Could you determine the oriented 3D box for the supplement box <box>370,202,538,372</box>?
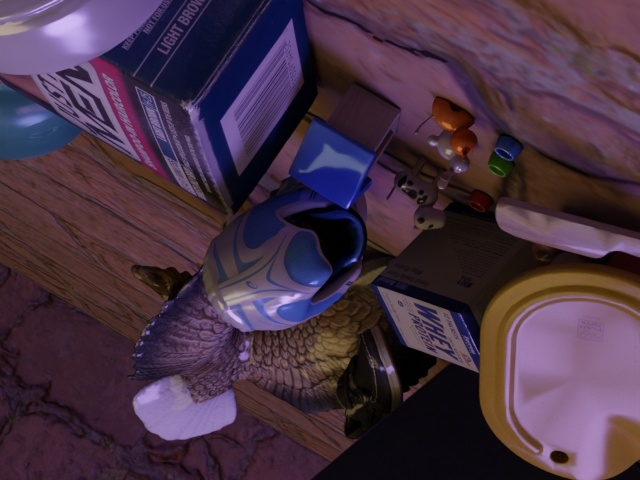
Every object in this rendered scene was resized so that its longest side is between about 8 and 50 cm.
[{"bbox_3d":[0.095,0.029,0.891,0.083,0.083,0.056,17,144,48],"label":"supplement box"}]

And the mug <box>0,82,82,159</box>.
[{"bbox_3d":[-0.225,-0.127,0.961,0.158,0.129,0.097,-7,171,-13],"label":"mug"}]

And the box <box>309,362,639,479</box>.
[{"bbox_3d":[0.188,0.291,1.192,0.293,0.212,0.395,49,173,24],"label":"box"}]

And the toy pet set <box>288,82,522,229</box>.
[{"bbox_3d":[0.046,-0.039,0.825,0.114,0.065,0.122,31,166,7],"label":"toy pet set"}]

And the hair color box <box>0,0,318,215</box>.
[{"bbox_3d":[-0.177,-0.162,0.821,0.347,0.105,0.174,31,166,13],"label":"hair color box"}]

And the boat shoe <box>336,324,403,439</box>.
[{"bbox_3d":[0.038,0.123,1.122,0.152,0.049,0.056,83,172,-52],"label":"boat shoe"}]

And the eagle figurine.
[{"bbox_3d":[-0.063,0.067,1.208,0.225,0.226,0.298,60,163,-19],"label":"eagle figurine"}]

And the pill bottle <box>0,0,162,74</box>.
[{"bbox_3d":[-0.165,-0.195,0.551,0.160,0.160,0.283,26,165,27],"label":"pill bottle"}]

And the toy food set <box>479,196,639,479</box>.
[{"bbox_3d":[0.162,0.047,0.815,0.128,0.071,0.217,10,134,14],"label":"toy food set"}]

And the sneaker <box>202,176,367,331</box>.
[{"bbox_3d":[0.000,0.000,0.900,0.237,0.086,0.085,-43,-63,-69],"label":"sneaker"}]
